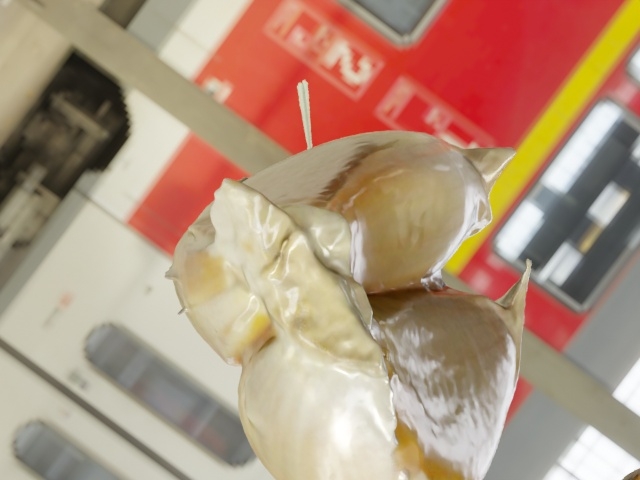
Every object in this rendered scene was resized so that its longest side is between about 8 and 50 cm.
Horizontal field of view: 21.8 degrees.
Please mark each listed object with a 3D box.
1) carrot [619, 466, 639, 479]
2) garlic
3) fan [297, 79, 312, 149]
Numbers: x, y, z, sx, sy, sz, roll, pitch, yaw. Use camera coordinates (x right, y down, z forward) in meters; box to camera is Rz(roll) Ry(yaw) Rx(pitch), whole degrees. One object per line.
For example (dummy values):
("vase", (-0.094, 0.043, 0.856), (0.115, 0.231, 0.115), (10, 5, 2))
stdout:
("carrot", (0.240, 0.186, 1.239), (0.165, 0.035, 0.035), (-30, -164, 38))
("garlic", (0.029, 0.045, 1.194), (0.249, 0.286, 0.313), (-59, 165, 19))
("fan", (-0.001, 0.000, 2.139), (0.012, 0.414, 0.233), (-7, 176, -25))
